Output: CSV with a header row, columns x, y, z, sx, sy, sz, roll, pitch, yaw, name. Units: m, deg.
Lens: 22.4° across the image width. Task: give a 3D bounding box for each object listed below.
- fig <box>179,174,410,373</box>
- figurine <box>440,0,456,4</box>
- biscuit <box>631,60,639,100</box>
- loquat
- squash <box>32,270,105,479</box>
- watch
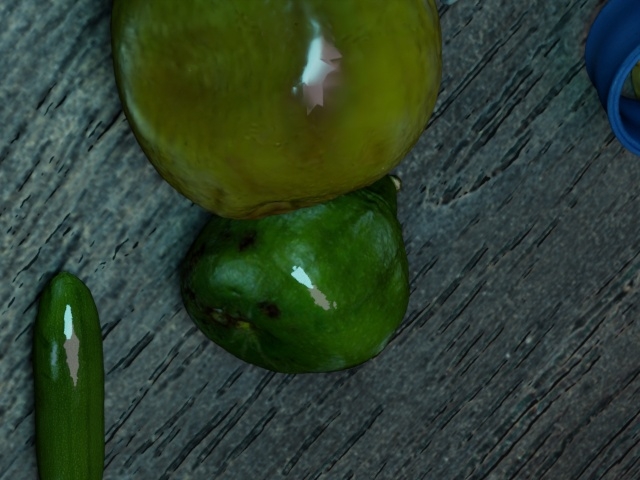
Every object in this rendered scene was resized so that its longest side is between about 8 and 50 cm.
x,y,z,sx,sy,sz,roll,pitch,yaw,name
0.000,0.000,1.485,0.203,0.203,0.235,50,56,-34,fig
0.162,-0.369,1.218,0.361,0.266,0.378,40,76,-18,figurine
0.421,-0.217,1.657,0.260,0.041,0.203,-11,113,-23,biscuit
-0.037,-0.163,1.333,0.276,0.276,0.284,-25,96,-15,loquat
-0.230,0.152,1.480,0.069,0.069,0.258,-9,115,-23,squash
0.361,-0.168,1.548,0.200,0.171,0.196,-21,121,6,watch
